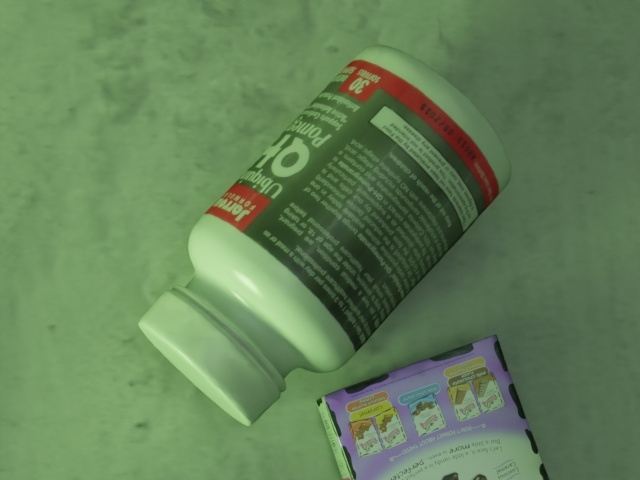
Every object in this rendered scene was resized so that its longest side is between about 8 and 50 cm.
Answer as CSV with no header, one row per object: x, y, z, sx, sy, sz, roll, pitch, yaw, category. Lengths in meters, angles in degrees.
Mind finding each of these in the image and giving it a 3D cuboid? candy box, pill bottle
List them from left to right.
0.000,0.000,1.462,0.176,0.176,0.318,42,78,2,pill bottle
0.106,0.203,1.494,0.165,0.070,0.196,-18,83,-9,candy box
